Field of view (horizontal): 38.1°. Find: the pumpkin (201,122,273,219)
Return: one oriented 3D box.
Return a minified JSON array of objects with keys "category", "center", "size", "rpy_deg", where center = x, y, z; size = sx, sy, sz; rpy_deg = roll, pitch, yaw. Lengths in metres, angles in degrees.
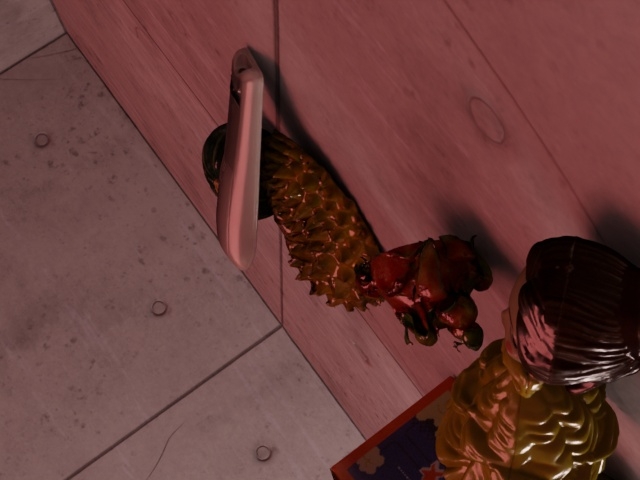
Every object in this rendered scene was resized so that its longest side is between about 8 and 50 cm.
[{"category":"pumpkin","center":[-0.117,-0.114,1.493],"size":[0.167,0.125,0.167],"rpy_deg":[50,169,14]}]

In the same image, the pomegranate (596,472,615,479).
[{"category":"pomegranate","center":[0.268,0.344,1.052],"size":[0.198,0.198,0.246],"rpy_deg":[55,172,-3]}]

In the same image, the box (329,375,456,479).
[{"category":"box","center":[0.223,0.460,1.428],"size":[0.318,0.257,0.348],"rpy_deg":[48,168,37]}]

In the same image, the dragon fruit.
[{"category":"dragon fruit","center":[0.108,0.048,0.958],"size":[0.142,0.138,0.175],"rpy_deg":[63,-170,-47]}]

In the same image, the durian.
[{"category":"durian","center":[0.001,-0.001,1.366],"size":[0.191,0.112,0.341],"rpy_deg":[45,164,50]}]

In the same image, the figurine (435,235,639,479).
[{"category":"figurine","center":[0.186,0.104,0.772],"size":[0.168,0.187,0.315],"rpy_deg":[38,157,25]}]

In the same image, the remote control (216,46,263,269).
[{"category":"remote control","center":[-0.120,-0.110,1.323],"size":[0.109,0.055,0.313],"rpy_deg":[-115,26,-54]}]
